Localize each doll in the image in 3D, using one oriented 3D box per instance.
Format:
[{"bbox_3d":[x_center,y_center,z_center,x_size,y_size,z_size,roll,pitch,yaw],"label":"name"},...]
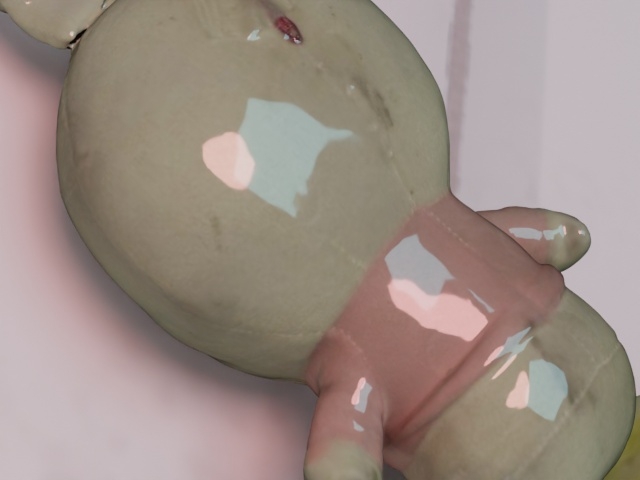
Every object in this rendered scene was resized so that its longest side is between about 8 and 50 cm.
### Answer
[{"bbox_3d":[0.009,-0.002,0.556,0.155,0.113,0.275,-39,97,-40],"label":"doll"}]

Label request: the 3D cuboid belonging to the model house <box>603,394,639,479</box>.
[{"bbox_3d":[0.212,0.137,0.590,0.194,0.211,0.170,34,49,-24],"label":"model house"}]
